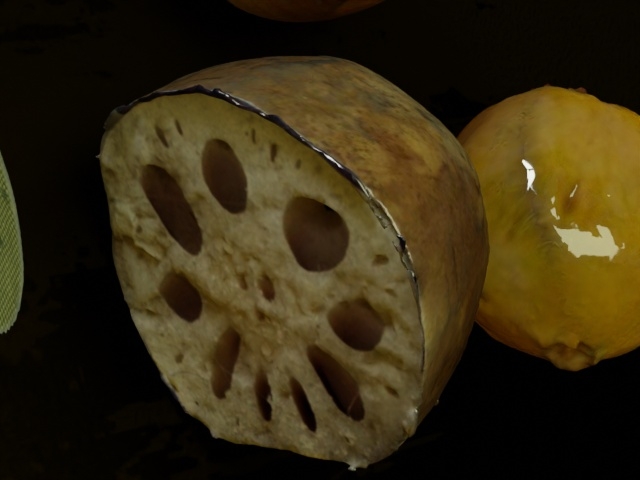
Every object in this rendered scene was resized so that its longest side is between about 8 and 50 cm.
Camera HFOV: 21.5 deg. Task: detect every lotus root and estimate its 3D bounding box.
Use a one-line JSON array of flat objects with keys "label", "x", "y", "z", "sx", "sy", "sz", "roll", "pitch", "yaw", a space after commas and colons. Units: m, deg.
[{"label": "lotus root", "x": 0.000, "y": 0.000, "z": 1.071, "sx": 0.192, "sy": 0.272, "sz": 0.272, "roll": -30, "pitch": 94, "yaw": -50}]

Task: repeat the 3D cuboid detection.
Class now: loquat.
[{"label": "loquat", "x": 0.177, "y": -0.014, "z": 1.249, "sx": 0.187, "sy": 0.176, "sz": 0.234, "roll": 15, "pitch": 55, "yaw": -34}]

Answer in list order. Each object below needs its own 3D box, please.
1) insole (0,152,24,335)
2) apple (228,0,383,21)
[{"label": "insole", "x": -0.225, "y": -0.092, "z": 1.020, "sx": 0.109, "sy": 0.007, "sz": 0.322, "roll": 33, "pitch": 40, "yaw": -60}, {"label": "apple", "x": -0.006, "y": -0.257, "z": 1.168, "sx": 0.188, "sy": 0.211, "sz": 0.211, "roll": -32, "pitch": 95, "yaw": -50}]
